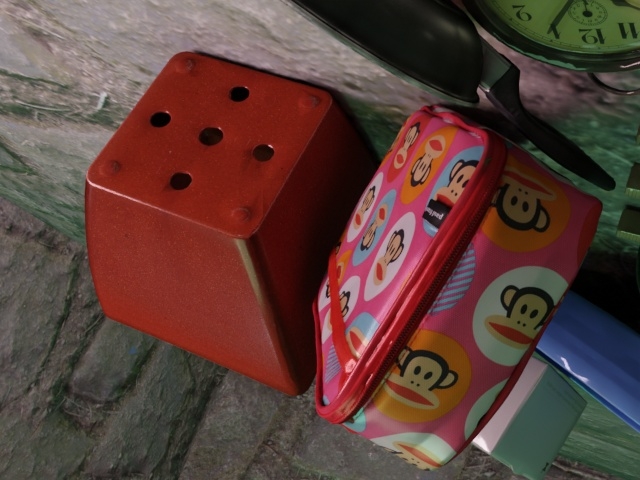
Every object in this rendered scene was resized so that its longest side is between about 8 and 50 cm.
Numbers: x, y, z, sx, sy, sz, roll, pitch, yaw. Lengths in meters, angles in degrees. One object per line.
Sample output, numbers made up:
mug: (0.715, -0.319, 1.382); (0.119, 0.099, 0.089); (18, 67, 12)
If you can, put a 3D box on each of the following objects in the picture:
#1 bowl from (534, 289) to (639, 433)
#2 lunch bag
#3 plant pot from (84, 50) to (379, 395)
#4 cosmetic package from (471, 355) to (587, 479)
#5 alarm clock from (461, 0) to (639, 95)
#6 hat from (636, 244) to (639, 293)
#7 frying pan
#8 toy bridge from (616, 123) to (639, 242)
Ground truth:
bowl: (0.376, 0.178, 0.862); (0.391, 0.077, 0.391); (38, -177, -2)
lunch bag: (0.077, 0.033, 0.579); (0.120, 0.258, 0.293); (27, -167, -8)
plant pot: (-0.093, -0.039, 0.780); (0.267, 0.267, 0.236); (19, 152, 17)
cosmetic package: (0.201, 0.204, 1.164); (0.365, 0.155, 0.197); (28, 172, 43)
alarm clock: (0.147, -0.138, 0.393); (0.129, 0.064, 0.192); (13, 159, 36)
hat: (0.307, -0.030, 0.430); (0.183, 0.208, 0.173); (76, 169, -51)
frying pan: (0.073, -0.111, 0.437); (0.326, 0.053, 0.197); (33, -157, -3)
toy bridge: (0.280, -0.041, 0.593); (0.063, 0.026, 0.188); (16, 162, 23)
